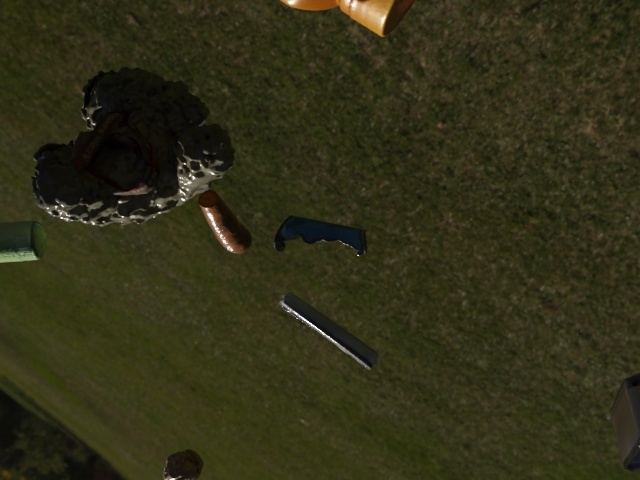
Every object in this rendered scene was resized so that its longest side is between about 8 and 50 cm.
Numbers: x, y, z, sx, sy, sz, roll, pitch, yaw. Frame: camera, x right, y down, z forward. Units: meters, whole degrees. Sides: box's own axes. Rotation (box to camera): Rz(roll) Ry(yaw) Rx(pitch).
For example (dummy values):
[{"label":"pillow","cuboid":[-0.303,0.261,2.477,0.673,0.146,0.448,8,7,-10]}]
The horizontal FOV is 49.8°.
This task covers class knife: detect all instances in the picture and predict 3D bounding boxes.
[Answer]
[{"label":"knife","cuboid":[0.018,0.206,1.557,0.266,0.040,0.073,37,159,-11]}]

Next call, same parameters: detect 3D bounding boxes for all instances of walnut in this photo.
[{"label":"walnut","cuboid":[-0.315,0.519,1.573,0.096,0.079,0.082,-25,104,32]}]

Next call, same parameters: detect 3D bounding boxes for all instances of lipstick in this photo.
[{"label":"lipstick","cuboid":[-0.650,0.008,1.223,0.305,0.076,0.076,-3,150,-6]}]

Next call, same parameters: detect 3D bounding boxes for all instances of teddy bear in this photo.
[{"label":"teddy bear","cuboid":[-0.373,-0.207,1.309,0.224,0.358,0.367,95,154,-63]}]

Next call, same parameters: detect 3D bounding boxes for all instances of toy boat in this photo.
[{"label":"toy boat","cuboid":[0.000,0.000,1.357,0.186,0.077,0.075,11,-176,8]}]

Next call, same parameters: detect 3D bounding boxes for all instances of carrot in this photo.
[{"label":"carrot","cuboid":[-0.093,-0.016,0.673,0.032,0.032,0.093,24,161,26]}]

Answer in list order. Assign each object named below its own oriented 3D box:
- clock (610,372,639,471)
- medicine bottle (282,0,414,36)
[{"label":"clock","cuboid":[0.407,0.178,0.700,0.192,0.071,0.147,-11,150,11]},{"label":"medicine bottle","cuboid":[-0.005,-0.297,0.655,0.222,0.149,0.112,34,130,6]}]
